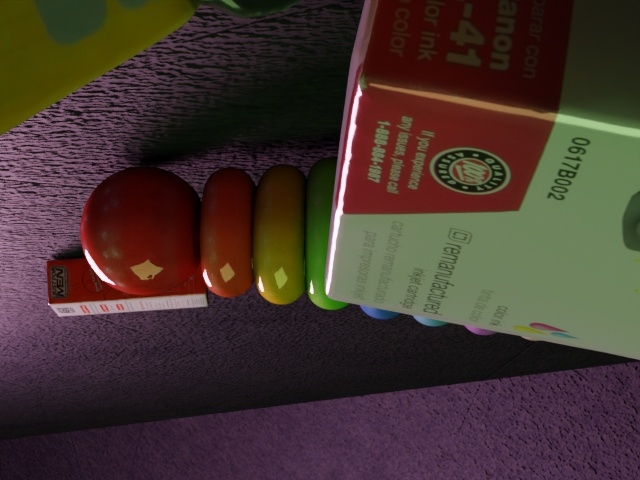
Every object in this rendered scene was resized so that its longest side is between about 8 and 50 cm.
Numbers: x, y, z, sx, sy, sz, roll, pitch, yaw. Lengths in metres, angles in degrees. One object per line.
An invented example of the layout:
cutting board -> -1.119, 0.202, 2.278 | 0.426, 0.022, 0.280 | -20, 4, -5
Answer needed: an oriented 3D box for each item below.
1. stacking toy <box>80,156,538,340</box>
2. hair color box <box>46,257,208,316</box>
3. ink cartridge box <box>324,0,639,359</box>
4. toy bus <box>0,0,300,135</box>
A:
stacking toy -> 0.000, 0.000, 0.976 | 0.330, 0.141, 0.141 | -1, 168, 2
hair color box -> -0.174, 0.040, 1.298 | 0.141, 0.043, 0.072 | -4, 168, -4
ink cartridge box -> 0.164, -0.039, 0.589 | 0.306, 0.131, 0.226 | 12, 157, 2
toy bus -> -0.142, -0.067, 0.351 | 0.332, 0.130, 0.108 | -36, -149, -24
